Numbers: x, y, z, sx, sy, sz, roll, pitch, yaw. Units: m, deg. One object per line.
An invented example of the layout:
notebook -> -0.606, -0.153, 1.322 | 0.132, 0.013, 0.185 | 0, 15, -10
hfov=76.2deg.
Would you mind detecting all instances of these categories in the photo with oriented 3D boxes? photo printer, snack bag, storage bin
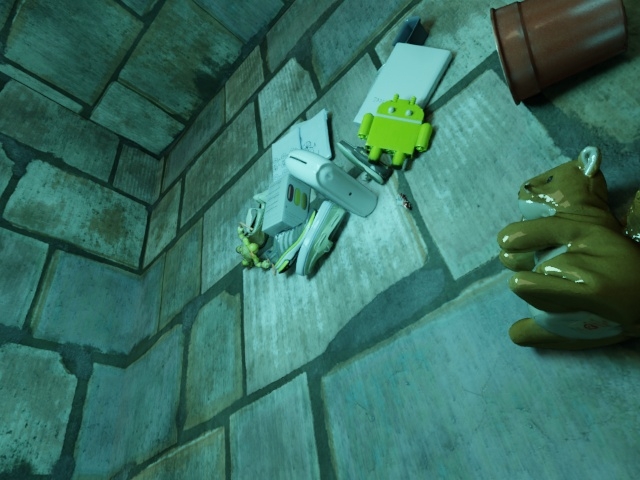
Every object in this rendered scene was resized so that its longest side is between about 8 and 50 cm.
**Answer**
photo printer -> 0.026, -0.216, 1.465 | 0.107, 0.308, 0.256 | -58, 37, 3
snack bag -> -0.094, -0.418, 1.888 | 0.343, 0.037, 0.322 | -26, 51, 30
storage bin -> 0.363, -0.811, 1.645 | 0.098, 0.091, 0.135 | 27, 87, 52

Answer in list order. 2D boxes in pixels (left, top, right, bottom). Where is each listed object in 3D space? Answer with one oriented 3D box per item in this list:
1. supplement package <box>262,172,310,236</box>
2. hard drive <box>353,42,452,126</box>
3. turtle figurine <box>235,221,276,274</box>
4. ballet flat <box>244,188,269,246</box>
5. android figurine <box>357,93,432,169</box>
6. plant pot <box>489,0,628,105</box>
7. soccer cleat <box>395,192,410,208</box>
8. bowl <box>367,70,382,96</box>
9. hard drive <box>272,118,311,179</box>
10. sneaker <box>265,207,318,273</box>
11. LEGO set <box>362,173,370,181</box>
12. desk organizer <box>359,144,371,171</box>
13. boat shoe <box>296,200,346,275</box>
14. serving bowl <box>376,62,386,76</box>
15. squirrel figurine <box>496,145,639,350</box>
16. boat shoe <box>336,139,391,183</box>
supplement package -> -0.144, -0.138, 1.743 | 0.134, 0.139, 0.243 | -23, 51, 40
hard drive -> 0.305, -0.565, 1.536 | 0.233, 0.047, 0.352 | 29, 89, 33
turtle figurine -> -0.306, 0.061, 1.780 | 0.087, 0.269, 0.217 | -37, 2, -27
ballet flat -> -0.272, -0.137, 1.899 | 0.116, 0.124, 0.342 | 6, 71, 50
android figurine -> 0.262, -0.386, 1.427 | 0.249, 0.056, 0.272 | 17, 81, 16
plant pot -> 0.617, -0.532, 1.061 | 0.265, 0.272, 0.272 | -14, 57, 34
soccer cleat -> 0.273, -0.125, 1.358 | 0.035, 0.029, 0.083 | -50, 35, 27
bowl -> 0.272, -0.621, 1.656 | 0.142, 0.053, 0.142 | 29, 88, 53
hard drive -> -0.118, -0.438, 1.988 | 0.203, 0.040, 0.307 | -1, 66, 48
sneaker -> -0.115, -0.011, 1.601 | 0.121, 0.111, 0.299 | 39, 105, 9
LEGO set -> 0.194, -0.248, 1.533 | 0.083, 0.023, 0.054 | -22, 63, 19
desk organizer -> 0.193, -0.329, 1.562 | 0.050, 0.047, 0.130 | 21, 85, 47
boat shoe -> 0.000, 0.000, 1.524 | 0.094, 0.109, 0.302 | 23, 91, 14
serving bowl -> 0.276, -0.721, 1.729 | 0.083, 0.027, 0.083 | -36, 27, 22
squirrel figurine -> 0.564, 0.003, 0.806 | 0.397, 0.281, 0.370 | -2, 54, 32
boat shoe -> 0.158, -0.300, 1.495 | 0.228, 0.081, 0.068 | 43, 90, 14
